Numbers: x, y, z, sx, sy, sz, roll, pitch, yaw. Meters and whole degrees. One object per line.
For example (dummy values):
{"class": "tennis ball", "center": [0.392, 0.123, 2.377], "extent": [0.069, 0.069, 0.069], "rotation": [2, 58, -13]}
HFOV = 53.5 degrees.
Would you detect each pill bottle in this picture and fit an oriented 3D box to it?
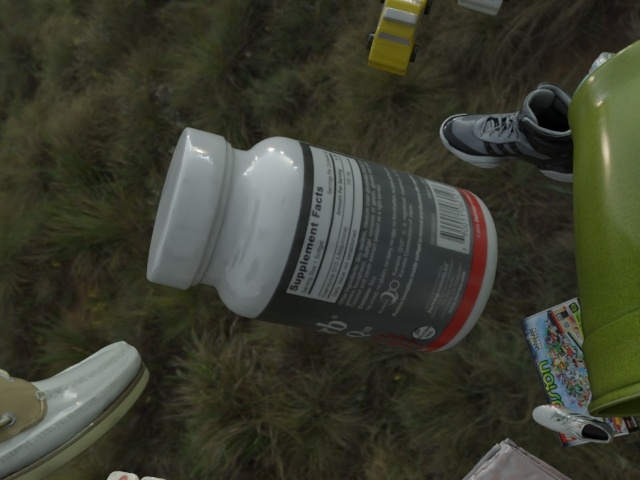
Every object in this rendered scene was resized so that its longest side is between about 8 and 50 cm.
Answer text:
{"class": "pill bottle", "center": [0.000, 0.000, 0.739], "extent": [0.210, 0.363, 0.210], "rotation": [-166, 90, -71]}

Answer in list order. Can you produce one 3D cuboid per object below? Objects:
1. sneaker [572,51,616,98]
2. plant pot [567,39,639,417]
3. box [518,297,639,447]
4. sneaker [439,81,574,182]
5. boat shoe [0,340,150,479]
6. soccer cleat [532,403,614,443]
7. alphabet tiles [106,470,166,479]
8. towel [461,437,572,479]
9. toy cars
{"class": "sneaker", "center": [0.564, -0.215, 1.110], "extent": [0.150, 0.366, 0.135], "rotation": [-58, 35, 37]}
{"class": "plant pot", "center": [0.421, -0.026, 0.661], "extent": [0.366, 0.366, 0.353], "rotation": [-23, 63, 32]}
{"class": "box", "center": [0.396, 0.204, 0.985], "extent": [0.114, 0.036, 0.207], "rotation": [-36, 60, 44]}
{"class": "sneaker", "center": [0.311, -0.185, 1.012], "extent": [0.268, 0.153, 0.101], "rotation": [19, 71, 29]}
{"class": "boat shoe", "center": [-0.262, 0.147, 0.493], "extent": [0.113, 0.302, 0.103], "rotation": [-23, 98, 36]}
{"class": "soccer cleat", "center": [0.269, 0.196, 0.678], "extent": [0.083, 0.035, 0.029], "rotation": [15, 90, 23]}
{"class": "alphabet tiles", "center": [-0.309, 0.495, 1.008], "extent": [0.284, 0.278, 0.021], "rotation": [7, 124, 6]}
{"class": "towel", "center": [0.308, 0.501, 0.996], "extent": [0.317, 0.053, 0.332], "rotation": [36, 109, -5]}
{"class": "toy cars", "center": [0.240, -0.476, 1.204], "extent": [0.393, 0.087, 0.176], "rotation": [-32, 92, 8]}
